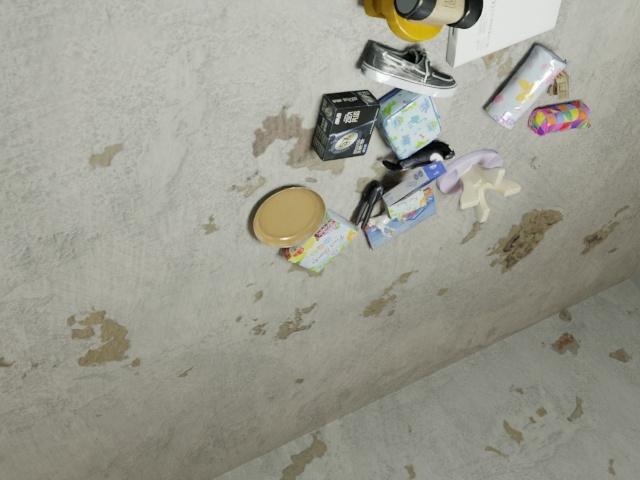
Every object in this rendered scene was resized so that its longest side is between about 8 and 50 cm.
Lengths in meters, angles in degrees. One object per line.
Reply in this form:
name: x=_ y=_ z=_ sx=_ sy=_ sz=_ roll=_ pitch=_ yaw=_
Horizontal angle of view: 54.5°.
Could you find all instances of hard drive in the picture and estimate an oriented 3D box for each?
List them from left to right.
hard drive: x=0.520 y=-0.642 z=1.731 sx=0.353 sy=0.047 sz=0.233 roll=-24 pitch=144 yaw=-12

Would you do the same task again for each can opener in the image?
can opener: x=0.158 y=-0.118 z=2.072 sx=0.073 sy=0.059 sz=0.186 roll=-21 pitch=146 yaw=-46

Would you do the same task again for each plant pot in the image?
plant pot: x=-0.098 y=-0.076 z=1.922 sx=0.236 sy=0.032 sz=0.236 roll=-14 pitch=136 yaw=-14

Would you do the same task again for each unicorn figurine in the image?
unicorn figurine: x=0.222 y=-0.068 z=2.164 sx=0.162 sy=0.111 sz=0.060 roll=-41 pitch=158 yaw=-22

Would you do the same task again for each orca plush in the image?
orca plush: x=0.318 y=-0.288 z=1.992 sx=0.287 sy=0.102 sz=0.151 roll=-16 pitch=-178 yaw=-24

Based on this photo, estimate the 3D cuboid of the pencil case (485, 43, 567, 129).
pencil case: x=0.645 y=-0.484 z=1.968 sx=0.273 sy=0.113 sz=0.124 roll=-53 pitch=-176 yaw=26

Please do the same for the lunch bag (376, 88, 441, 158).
lunch bag: x=0.262 y=-0.355 z=1.839 sx=0.176 sy=0.090 sz=0.219 roll=-35 pitch=146 yaw=4

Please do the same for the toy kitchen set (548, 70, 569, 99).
toy kitchen set: x=0.784 y=-0.518 z=2.079 sx=0.068 sy=0.083 sz=0.075 roll=-5 pitch=167 yaw=42

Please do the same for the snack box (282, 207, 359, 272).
snack box: x=0.000 y=0.000 z=2.084 sx=0.207 sy=0.070 sz=0.174 roll=-43 pitch=144 yaw=15

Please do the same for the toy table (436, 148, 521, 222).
toy table: x=0.569 y=-0.204 z=2.208 sx=0.274 sy=0.161 sz=0.252 roll=-24 pitch=144 yaw=-11

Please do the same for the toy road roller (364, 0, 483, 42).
toy road roller: x=0.220 y=-0.627 z=1.425 sx=0.202 sy=0.240 sz=0.330 roll=-4 pitch=99 yaw=-34

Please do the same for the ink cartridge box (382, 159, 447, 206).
ink cartridge box: x=0.296 y=-0.179 z=1.976 sx=0.097 sy=0.046 sz=0.207 roll=-24 pitch=173 yaw=-39

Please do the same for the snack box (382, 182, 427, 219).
snack box: x=0.283 y=-0.144 z=2.120 sx=0.141 sy=0.037 sz=0.100 roll=-24 pitch=110 yaw=-13

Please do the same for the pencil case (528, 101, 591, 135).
pencil case: x=0.855 y=-0.430 z=2.214 sx=0.236 sy=0.104 sz=0.104 roll=-11 pitch=140 yaw=-26

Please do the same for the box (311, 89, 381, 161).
box: x=0.070 y=-0.321 z=1.739 sx=0.147 sy=0.077 sz=0.180 roll=-11 pitch=140 yaw=-27

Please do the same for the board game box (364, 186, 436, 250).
board game box: x=0.291 y=-0.076 z=2.259 sx=0.281 sy=0.027 sz=0.145 roll=-30 pitch=147 yaw=-3

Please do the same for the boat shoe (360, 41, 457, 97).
boat shoe: x=0.256 y=-0.469 z=1.681 sx=0.306 sy=0.113 sz=0.105 roll=8 pitch=124 yaw=-24
